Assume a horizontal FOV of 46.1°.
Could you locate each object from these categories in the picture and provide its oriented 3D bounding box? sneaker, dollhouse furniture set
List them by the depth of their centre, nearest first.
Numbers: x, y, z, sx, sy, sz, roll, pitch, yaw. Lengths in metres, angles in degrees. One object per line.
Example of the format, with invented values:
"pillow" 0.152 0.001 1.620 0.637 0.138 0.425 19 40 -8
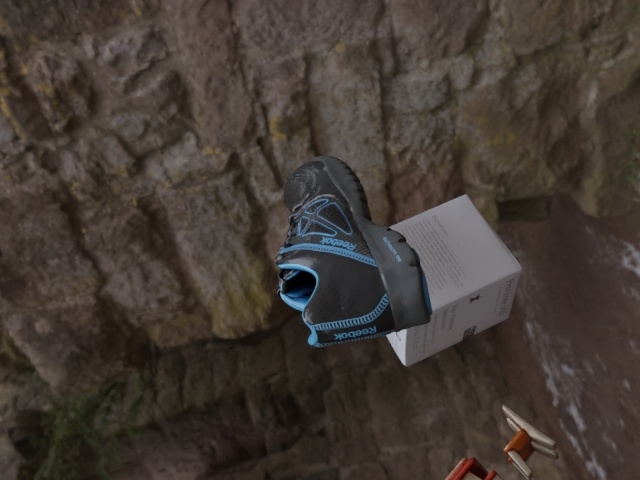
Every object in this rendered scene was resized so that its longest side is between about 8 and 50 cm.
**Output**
"sneaker" 0.000 0.000 0.884 0.341 0.139 0.125 -126 19 -59
"dollhouse furniture set" 0.232 0.389 1.166 0.135 0.262 0.259 38 172 31

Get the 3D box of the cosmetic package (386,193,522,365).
"cosmetic package" 0.170 0.059 1.104 0.151 0.183 0.151 82 162 -57
